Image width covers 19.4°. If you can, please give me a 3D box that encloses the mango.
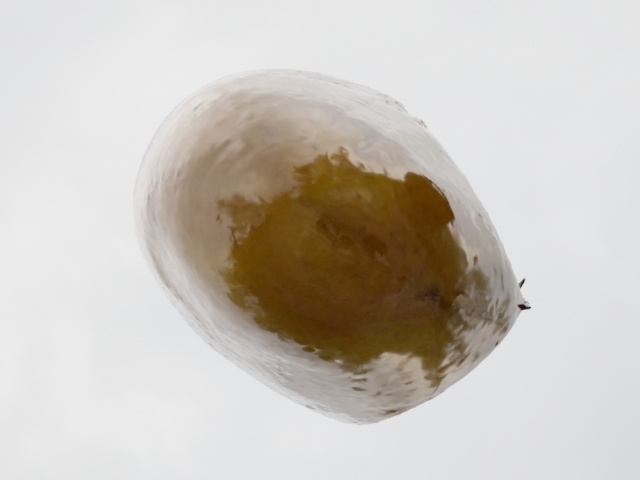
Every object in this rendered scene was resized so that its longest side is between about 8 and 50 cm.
[{"bbox_3d":[0.000,0.000,0.742,0.126,0.252,0.154,-44,-92,1],"label":"mango"}]
